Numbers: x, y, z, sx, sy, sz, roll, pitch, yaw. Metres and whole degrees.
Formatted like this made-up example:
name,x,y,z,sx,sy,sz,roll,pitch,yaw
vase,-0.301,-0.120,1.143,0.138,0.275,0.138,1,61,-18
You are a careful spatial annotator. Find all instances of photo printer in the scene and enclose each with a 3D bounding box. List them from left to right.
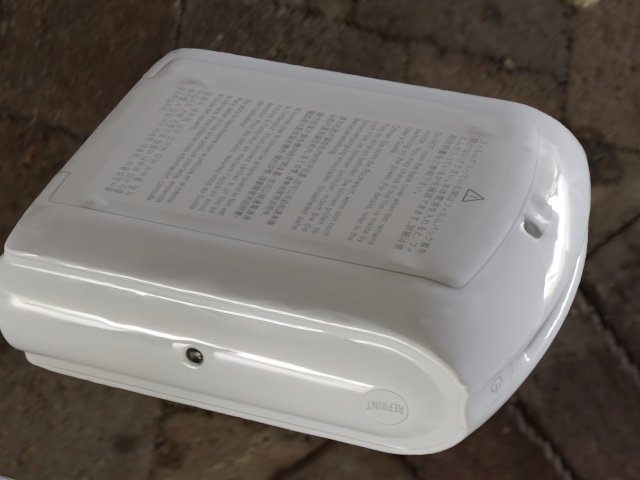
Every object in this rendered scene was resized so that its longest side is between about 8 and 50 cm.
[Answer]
name,x,y,z,sx,sy,sz,roll,pitch,yaw
photo printer,0.000,0.000,1.072,0.307,0.107,0.256,11,40,19

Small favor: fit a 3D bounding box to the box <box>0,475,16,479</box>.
name,x,y,z,sx,sy,sz,roll,pitch,yaw
box,-0.379,0.283,1.460,0.290,0.087,0.169,-2,98,-51
